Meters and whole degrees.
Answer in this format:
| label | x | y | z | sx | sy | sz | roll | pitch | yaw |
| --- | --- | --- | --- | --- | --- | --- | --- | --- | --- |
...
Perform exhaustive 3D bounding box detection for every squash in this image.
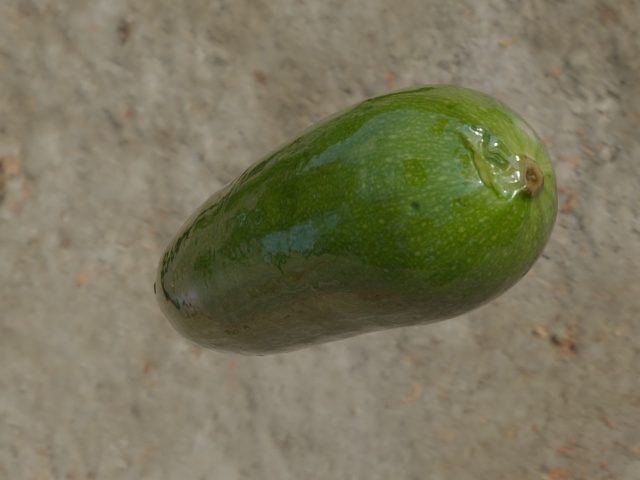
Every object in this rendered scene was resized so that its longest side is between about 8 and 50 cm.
| label | x | y | z | sx | sy | sz | roll | pitch | yaw |
| --- | --- | --- | --- | --- | --- | --- | --- | --- | --- |
| squash | 0.000 | 0.000 | 0.493 | 0.201 | 0.066 | 0.066 | -20 | 59 | 59 |
